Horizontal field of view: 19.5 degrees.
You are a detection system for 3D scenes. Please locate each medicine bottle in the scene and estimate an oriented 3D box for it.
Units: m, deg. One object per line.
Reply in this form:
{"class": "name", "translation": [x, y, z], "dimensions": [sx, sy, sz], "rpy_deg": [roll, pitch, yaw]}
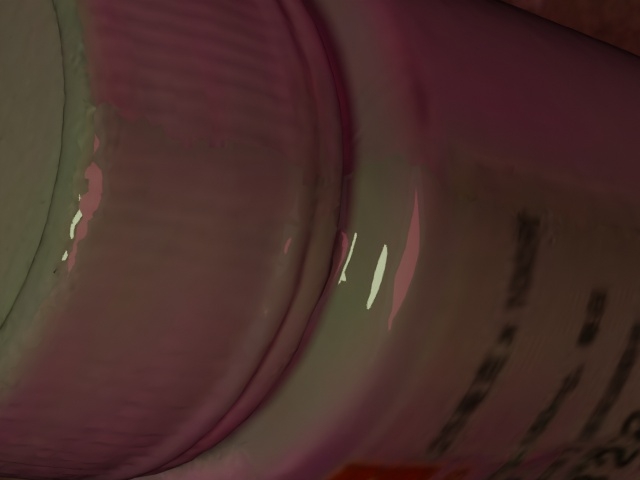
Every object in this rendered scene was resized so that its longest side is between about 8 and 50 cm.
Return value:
{"class": "medicine bottle", "translation": [0.000, 0.000, 0.710], "dimensions": [0.388, 0.219, 0.219], "rpy_deg": [11, 95, -47]}
